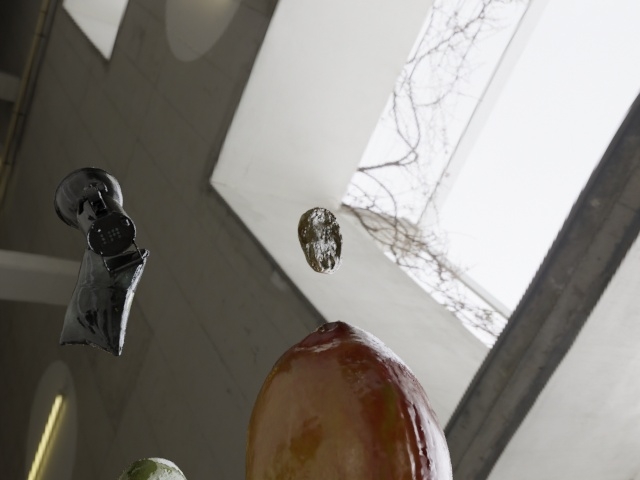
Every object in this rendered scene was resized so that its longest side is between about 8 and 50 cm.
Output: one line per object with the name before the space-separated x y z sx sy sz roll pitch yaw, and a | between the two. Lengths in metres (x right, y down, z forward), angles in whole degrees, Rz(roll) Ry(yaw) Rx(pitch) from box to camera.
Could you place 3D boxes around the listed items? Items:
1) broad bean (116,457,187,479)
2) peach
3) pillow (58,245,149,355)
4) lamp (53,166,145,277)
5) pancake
broad bean | -0.395 0.620 1.580 0.121 0.263 0.189 7 -121 23
peach | 0.036 0.309 0.978 0.289 0.373 0.373 -23 -123 9
pillow | -0.499 0.132 1.513 0.185 0.106 0.250 2 -110 26
lamp | -0.460 -0.052 1.381 0.227 0.147 0.172 39 -33 49
pancake | 0.001 -0.001 1.379 0.025 0.151 0.152 -12 -109 34
